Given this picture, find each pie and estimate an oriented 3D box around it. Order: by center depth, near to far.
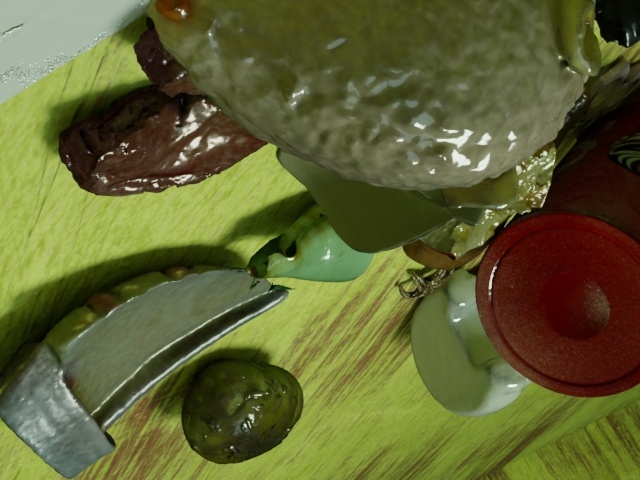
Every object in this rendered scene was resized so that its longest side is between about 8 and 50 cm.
[{"bbox_3d":[-0.084,-0.106,1.059,0.204,0.054,0.219,-16,156,-37],"label":"pie"}]

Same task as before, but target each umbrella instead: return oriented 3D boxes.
[{"bbox_3d":[0.356,-0.248,1.371,0.235,0.066,0.059,-27,156,-22],"label":"umbrella"}]

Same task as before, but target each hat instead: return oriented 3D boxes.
[{"bbox_3d":[0.061,-0.087,1.273,0.144,0.166,0.173,-46,-163,-20],"label":"hat"}]

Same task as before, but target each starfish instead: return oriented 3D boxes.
[{"bbox_3d":[0.138,0.049,1.843,0.091,0.028,0.078,-28,159,-24],"label":"starfish"}]

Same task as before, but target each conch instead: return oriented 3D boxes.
[{"bbox_3d":[0.000,0.000,1.422,0.170,0.079,0.106,-18,140,-49],"label":"conch"}]

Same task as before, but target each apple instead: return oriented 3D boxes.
[{"bbox_3d":[0.139,-0.075,1.358,0.156,0.147,0.158,32,108,-35],"label":"apple"}]

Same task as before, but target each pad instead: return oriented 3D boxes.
[{"bbox_3d":[-0.189,-0.135,0.899,0.232,0.004,0.156,-32,162,0],"label":"pad"}]

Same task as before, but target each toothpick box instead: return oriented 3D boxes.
[{"bbox_3d":[0.312,0.000,1.533,0.204,0.204,0.333,-46,178,36],"label":"toothpick box"}]

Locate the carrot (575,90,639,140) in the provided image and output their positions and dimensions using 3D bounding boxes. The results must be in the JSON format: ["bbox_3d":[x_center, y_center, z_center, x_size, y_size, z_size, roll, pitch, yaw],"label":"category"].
[{"bbox_3d":[0.360,-0.150,1.679,0.142,0.035,0.035,-28,162,6],"label":"carrot"}]

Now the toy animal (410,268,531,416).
[{"bbox_3d":[0.307,0.105,2.005,0.367,0.196,0.241,-24,167,-16],"label":"toy animal"}]

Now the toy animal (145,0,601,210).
[{"bbox_3d":[0.051,-0.139,0.914,0.358,0.226,0.188,-16,154,-40],"label":"toy animal"}]

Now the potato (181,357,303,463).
[{"bbox_3d":[-0.091,0.210,1.757,0.149,0.113,0.251,-35,160,-2],"label":"potato"}]

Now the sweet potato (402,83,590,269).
[{"bbox_3d":[0.179,-0.059,1.531,0.097,0.097,0.292,-11,152,-46],"label":"sweet potato"}]

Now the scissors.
[{"bbox_3d":[0.276,-0.127,1.619,0.212,0.021,0.110,-43,162,30],"label":"scissors"}]

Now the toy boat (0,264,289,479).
[{"bbox_3d":[-0.196,0.107,1.382,0.293,0.111,0.276,-46,160,4],"label":"toy boat"}]

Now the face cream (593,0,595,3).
[{"bbox_3d":[0.161,-0.197,1.141,0.251,0.101,0.101,-26,161,-16],"label":"face cream"}]
